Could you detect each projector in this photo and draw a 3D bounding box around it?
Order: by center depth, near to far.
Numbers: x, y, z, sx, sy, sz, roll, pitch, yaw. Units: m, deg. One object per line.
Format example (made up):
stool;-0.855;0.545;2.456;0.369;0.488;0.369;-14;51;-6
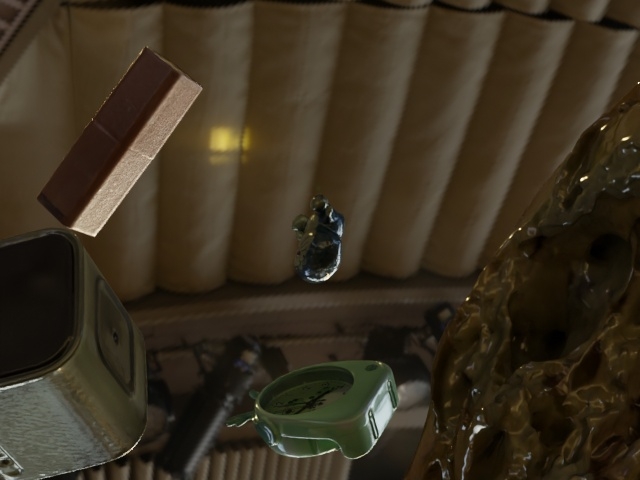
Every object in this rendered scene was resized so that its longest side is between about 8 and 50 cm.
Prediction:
projector;-0.134;0.055;0.531;0.083;0.083;0.082;-14;-40;6

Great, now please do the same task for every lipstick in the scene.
lipstick;-0.154;-0.075;0.868;0.145;0.045;0.045;-53;-29;5

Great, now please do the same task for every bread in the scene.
bread;0.167;0.083;0.663;0.314;0.191;0.370;-38;-41;-40

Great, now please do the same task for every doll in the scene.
doll;0.000;0.000;1.143;0.050;0.083;0.076;16;-32;-13

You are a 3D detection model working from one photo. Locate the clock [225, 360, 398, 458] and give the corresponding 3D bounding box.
clock;-0.013;0.217;1.453;0.210;0.159;0.066;-5;-69;28
